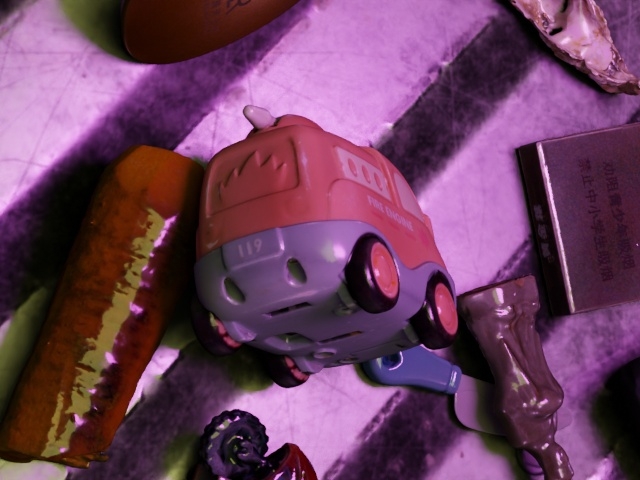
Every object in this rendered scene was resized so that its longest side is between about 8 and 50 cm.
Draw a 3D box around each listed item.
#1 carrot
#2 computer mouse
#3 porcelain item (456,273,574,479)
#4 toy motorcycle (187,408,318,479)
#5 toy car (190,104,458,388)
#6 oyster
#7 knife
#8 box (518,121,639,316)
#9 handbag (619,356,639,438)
[{"bbox_3d":[-0.187,0.064,1.720,0.114,0.114,0.302,25,78,-20],"label":"carrot"},{"bbox_3d":[-0.053,-0.267,1.797,0.310,0.158,0.072,-36,69,-23],"label":"computer mouse"},{"bbox_3d":[0.198,0.145,1.891,0.081,0.069,0.215,-15,87,-51],"label":"porcelain item"},{"bbox_3d":[-0.073,0.263,1.772,0.122,0.082,0.213,15,91,-23],"label":"toy motorcycle"},{"bbox_3d":[0.000,0.000,1.745,0.270,0.180,0.212,31,48,-56],"label":"toy car"},{"bbox_3d":[0.245,-0.224,1.980,0.106,0.061,0.200,-22,91,-6],"label":"oyster"},{"bbox_3d":[0.146,0.153,1.907,0.244,0.032,0.058,25,71,-24],"label":"knife"},{"bbox_3d":[0.368,-0.039,2.008,0.325,0.047,0.180,-11,89,-25],"label":"box"},{"bbox_3d":[0.482,0.189,1.923,0.302,0.178,0.275,-26,91,4],"label":"handbag"}]
